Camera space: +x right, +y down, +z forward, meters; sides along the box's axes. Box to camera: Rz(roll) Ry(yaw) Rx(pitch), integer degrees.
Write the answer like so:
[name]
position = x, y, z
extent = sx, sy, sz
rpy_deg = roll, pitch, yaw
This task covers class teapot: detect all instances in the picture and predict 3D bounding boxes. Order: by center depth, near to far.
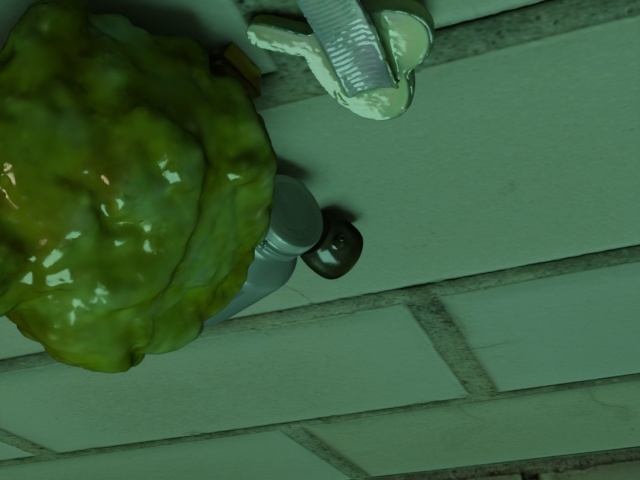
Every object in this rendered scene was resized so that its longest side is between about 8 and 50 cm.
[teapot]
position = 0.000, 0.000, 1.073
extent = 0.068, 0.076, 0.121
rpy_deg = 37, 163, -34

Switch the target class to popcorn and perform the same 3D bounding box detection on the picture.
[popcorn]
position = -0.198, -0.023, 0.788
extent = 0.294, 0.292, 0.334
rpy_deg = -13, 145, 35

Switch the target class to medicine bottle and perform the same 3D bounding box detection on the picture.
[medicine bottle]
position = -0.099, 0.009, 1.015
extent = 0.135, 0.135, 0.215
rpy_deg = 22, 142, -34

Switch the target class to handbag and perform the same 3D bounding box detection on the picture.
[handbag]
position = -0.104, -0.154, 0.842
extent = 0.083, 0.027, 0.061
rpy_deg = -15, 147, 24

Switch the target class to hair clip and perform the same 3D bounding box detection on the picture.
[hair clip]
position = 0.012, -0.183, 0.756
extent = 0.159, 0.071, 0.218
rpy_deg = -10, 143, 25
